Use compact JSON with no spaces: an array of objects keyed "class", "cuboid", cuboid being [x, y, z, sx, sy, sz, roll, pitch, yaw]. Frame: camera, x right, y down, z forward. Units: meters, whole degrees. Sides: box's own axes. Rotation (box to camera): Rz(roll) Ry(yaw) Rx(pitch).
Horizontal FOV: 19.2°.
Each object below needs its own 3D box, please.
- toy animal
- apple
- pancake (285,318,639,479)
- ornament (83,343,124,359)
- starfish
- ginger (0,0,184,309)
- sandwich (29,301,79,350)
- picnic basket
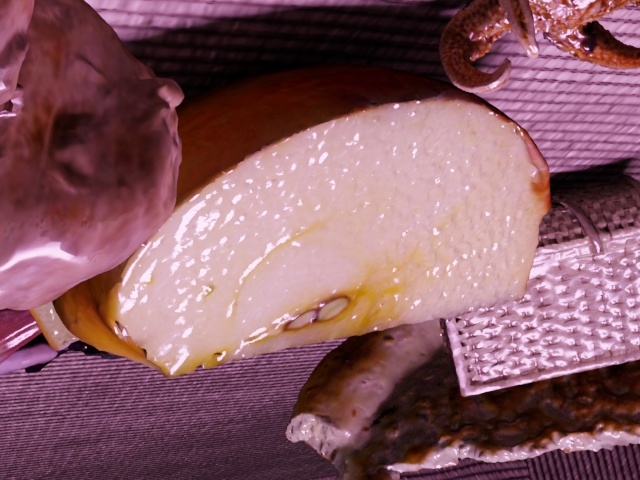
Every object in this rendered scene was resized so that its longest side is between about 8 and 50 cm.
[{"class":"toy animal","cuboid":[-0.334,0.096,1.570,0.324,0.090,0.195,-10,167,-20]},{"class":"apple","cuboid":[-0.004,-0.020,1.198,0.346,0.179,0.254,-8,-177,-34]},{"class":"pancake","cuboid":[0.171,0.107,1.763,0.427,0.305,0.067,-11,129,0]},{"class":"ornament","cuboid":[-0.076,0.051,1.670,0.236,0.080,0.202,-4,168,-24]},{"class":"starfish","cuboid":[0.167,-0.132,1.100,0.190,0.074,0.146,-7,168,-24]},{"class":"ginger","cuboid":[-0.234,-0.046,0.899,0.375,0.176,0.256,-21,148,39]},{"class":"sandwich","cuboid":[-0.158,-0.026,1.391,0.117,0.144,0.187,-15,-157,13]},{"class":"picnic basket","cuboid":[0.196,0.031,1.664,0.196,0.154,0.134,-13,-169,2]}]
